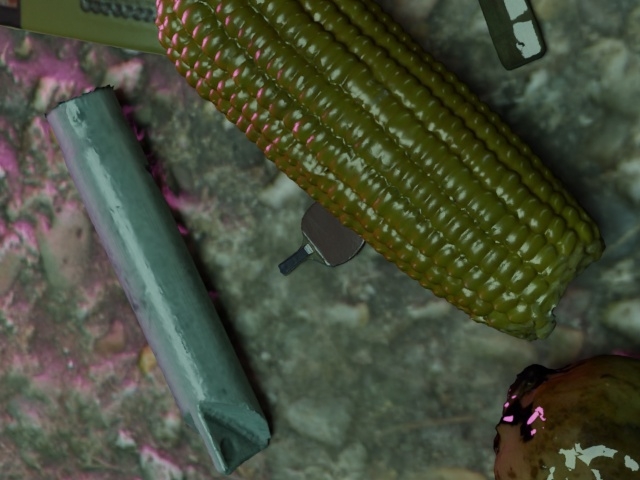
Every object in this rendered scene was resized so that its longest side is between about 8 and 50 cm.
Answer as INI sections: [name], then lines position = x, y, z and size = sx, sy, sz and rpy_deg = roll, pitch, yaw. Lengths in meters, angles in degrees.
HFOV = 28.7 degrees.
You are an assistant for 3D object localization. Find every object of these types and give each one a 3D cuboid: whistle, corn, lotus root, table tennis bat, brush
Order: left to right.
[whistle]
position = -0.123, 0.031, 0.971
size = 0.062, 0.062, 0.312
rpy_deg = -24, 90, 28
[table tennis bat]
position = 0.000, 0.000, 0.934
size = 0.083, 0.007, 0.050
rpy_deg = -38, 85, 26
[corn]
position = 0.038, -0.074, 0.829
size = 0.344, 0.131, 0.131
rpy_deg = 41, 116, 7
[brush]
position = 0.102, -0.205, 0.827
size = 0.034, 0.027, 0.190
rpy_deg = -18, 95, 30
[lotus root]
position = 0.212, 0.155, 0.803
size = 0.214, 0.138, 0.138
rpy_deg = 26, 112, 14

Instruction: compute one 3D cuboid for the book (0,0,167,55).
[book]
position = -0.142, -0.318, 0.913
size = 0.239, 0.035, 0.352
rpy_deg = 13, 107, 19
